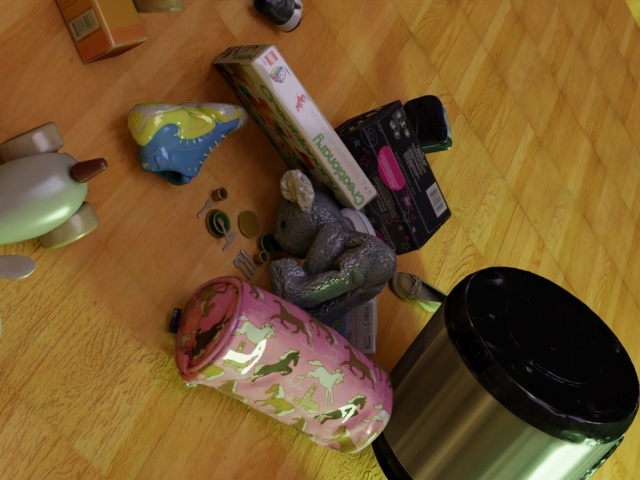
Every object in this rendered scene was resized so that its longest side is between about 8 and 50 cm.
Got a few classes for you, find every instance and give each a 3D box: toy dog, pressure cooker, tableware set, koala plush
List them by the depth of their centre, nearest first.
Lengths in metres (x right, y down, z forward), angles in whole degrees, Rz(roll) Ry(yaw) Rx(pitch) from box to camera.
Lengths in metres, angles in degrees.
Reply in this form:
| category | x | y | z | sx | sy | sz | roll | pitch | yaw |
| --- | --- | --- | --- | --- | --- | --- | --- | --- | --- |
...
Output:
| category | x | y | z | sx | sy | sz | roll | pitch | yaw |
| --- | --- | --- | --- | --- | --- | --- | --- | --- | --- |
| toy dog | -0.381 | -0.032 | 1.156 | 0.220 | 0.161 | 0.334 | 50 | 45 | -26 |
| tableware set | -0.129 | -0.020 | 1.555 | 0.154 | 0.024 | 0.104 | 53 | 43 | -23 |
| koala plush | 0.000 | 0.000 | 1.574 | 0.221 | 0.203 | 0.196 | 65 | 4 | 25 |
| pressure cooker | 0.289 | 0.298 | 1.648 | 0.369 | 0.420 | 0.375 | -9 | 50 | -44 |

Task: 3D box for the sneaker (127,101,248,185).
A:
| category | x | y | z | sx | sy | sz | roll | pitch | yaw |
| --- | --- | --- | --- | --- | --- | --- | --- | --- | --- |
| sneaker | -0.205 | -0.152 | 1.483 | 0.240 | 0.091 | 0.126 | -10 | 103 | -51 |

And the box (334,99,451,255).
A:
| category | x | y | z | sx | sy | sz | roll | pitch | yaw |
| --- | --- | --- | --- | --- | --- | --- | --- | --- | --- |
| box | 0.112 | -0.108 | 1.777 | 0.163 | 0.142 | 0.247 | -41 | 110 | -49 |

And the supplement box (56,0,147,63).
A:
| category | x | y | z | sx | sy | sz | roll | pitch | yaw |
| --- | --- | --- | --- | --- | --- | --- | --- | --- | --- |
| supplement box | -0.344 | -0.384 | 1.388 | 0.078 | 0.080 | 0.234 | -30 | 102 | -51 |

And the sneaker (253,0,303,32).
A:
| category | x | y | z | sx | sy | sz | roll | pitch | yaw |
| --- | --- | --- | --- | --- | --- | --- | --- | --- | --- |
| sneaker | -0.086 | -0.502 | 1.730 | 0.106 | 0.078 | 0.234 | 14 | 69 | -49 |

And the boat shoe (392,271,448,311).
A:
| category | x | y | z | sx | sy | sz | roll | pitch | yaw |
| --- | --- | --- | --- | --- | --- | --- | --- | --- | --- |
| boat shoe | 0.199 | 0.099 | 1.879 | 0.153 | 0.048 | 0.056 | 34 | 53 | -38 |

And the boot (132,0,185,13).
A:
| category | x | y | z | sx | sy | sz | roll | pitch | yaw |
| --- | --- | --- | --- | --- | --- | --- | --- | --- | --- |
| boot | -0.304 | -0.481 | 1.427 | 0.089 | 0.236 | 0.270 | -19 | 116 | -42 |

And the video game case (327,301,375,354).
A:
| category | x | y | z | sx | sy | sz | roll | pitch | yaw |
| --- | --- | --- | --- | --- | --- | --- | --- | --- | --- |
| video game case | 0.035 | 0.154 | 1.611 | 0.011 | 0.122 | 0.087 | 39 | 47 | -59 |

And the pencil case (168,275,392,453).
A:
| category | x | y | z | sx | sy | sz | roll | pitch | yaw |
| --- | --- | --- | --- | --- | --- | --- | --- | --- | --- |
| pencil case | -0.049 | 0.199 | 1.464 | 0.386 | 0.167 | 0.160 | 34 | 43 | -38 |

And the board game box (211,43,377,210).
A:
| category | x | y | z | sx | sy | sz | roll | pitch | yaw |
| --- | --- | --- | --- | --- | --- | --- | --- | --- | --- |
| board game box | -0.045 | -0.189 | 1.585 | 0.053 | 0.193 | 0.305 | -43 | 113 | -13 |

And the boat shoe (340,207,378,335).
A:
| category | x | y | z | sx | sy | sz | roll | pitch | yaw |
| --- | --- | --- | --- | --- | --- | --- | --- | --- | --- |
| boat shoe | 0.052 | 0.064 | 1.675 | 0.084 | 0.095 | 0.258 | 15 | 64 | -62 |

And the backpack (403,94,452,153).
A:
| category | x | y | z | sx | sy | sz | roll | pitch | yaw |
| --- | --- | --- | --- | --- | --- | --- | --- | --- | --- |
| backpack | 0.218 | -0.237 | 1.980 | 0.084 | 0.105 | 0.114 | 28 | 54 | -68 |
